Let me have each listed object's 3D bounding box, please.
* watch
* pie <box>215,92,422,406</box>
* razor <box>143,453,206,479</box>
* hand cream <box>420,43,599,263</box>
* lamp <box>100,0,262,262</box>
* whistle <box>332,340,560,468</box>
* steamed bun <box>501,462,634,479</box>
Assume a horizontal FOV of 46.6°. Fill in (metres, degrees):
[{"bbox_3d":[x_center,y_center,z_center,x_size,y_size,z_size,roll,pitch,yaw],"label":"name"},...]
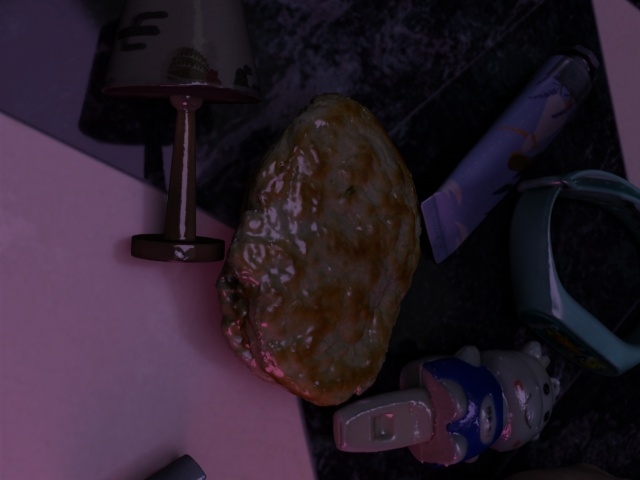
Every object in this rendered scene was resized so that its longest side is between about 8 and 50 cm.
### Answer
[{"bbox_3d":[0.288,0.027,0.771,0.237,0.068,0.195,35,72,-21],"label":"watch"},{"bbox_3d":[0.000,0.000,0.608,0.201,0.090,0.247,39,64,-40],"label":"pie"},{"bbox_3d":[-0.101,0.293,0.578,0.106,0.068,0.231,-27,105,-24],"label":"razor"},{"bbox_3d":[0.189,-0.095,0.737,0.271,0.058,0.091,-47,144,-21],"label":"hand cream"},{"bbox_3d":[-0.105,-0.092,0.564,0.121,0.121,0.214,2,95,-26],"label":"lamp"},{"bbox_3d":[0.125,0.151,0.670,0.245,0.092,0.110,-3,99,-27],"label":"whistle"},{"bbox_3d":[0.255,0.328,0.664,0.275,0.206,0.320,-36,103,-8],"label":"steamed bun"}]
